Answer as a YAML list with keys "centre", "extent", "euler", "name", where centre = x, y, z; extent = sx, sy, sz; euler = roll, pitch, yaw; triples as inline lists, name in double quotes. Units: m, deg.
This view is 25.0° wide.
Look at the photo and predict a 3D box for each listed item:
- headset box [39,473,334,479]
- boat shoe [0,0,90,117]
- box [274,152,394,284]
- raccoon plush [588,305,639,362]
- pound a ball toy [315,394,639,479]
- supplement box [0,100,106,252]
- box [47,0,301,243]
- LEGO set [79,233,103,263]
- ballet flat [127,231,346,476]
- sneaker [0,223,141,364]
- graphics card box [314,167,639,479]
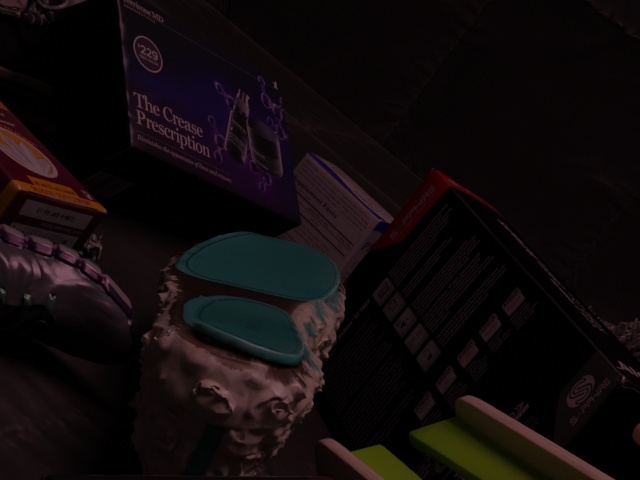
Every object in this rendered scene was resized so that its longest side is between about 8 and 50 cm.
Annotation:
- centre: [-0.010, 0.223, 0.692]
  extent: [0.218, 0.110, 0.293]
  euler: [44, 13, 26]
  name: "headset box"
- centre: [-0.322, -0.244, 1.486]
  extent: [0.500, 0.156, 0.187]
  euler: [24, 19, -45]
  name: "boat shoe"
- centre: [0.000, 0.000, 1.542]
  extent: [0.126, 0.137, 0.072]
  euler: [44, 12, 30]
  name: "box"
- centre: [0.195, 0.117, 1.570]
  extent: [0.299, 0.216, 0.446]
  euler: [34, 9, 20]
  name: "raccoon plush"
- centre: [0.154, 0.204, 0.907]
  extent: [0.208, 0.135, 0.319]
  euler: [-14, 16, -20]
  name: "pound a ball toy"
- centre: [-0.265, -0.055, 1.086]
  extent: [0.188, 0.081, 0.104]
  euler: [44, 13, 28]
  name: "supplement box"
- centre: [-0.144, -0.114, 1.451]
  extent: [0.261, 0.103, 0.184]
  euler: [24, 47, -50]
  name: "box"
- centre: [-0.206, -0.002, 1.205]
  extent: [0.054, 0.023, 0.083]
  euler: [38, 11, 2]
  name: "LEGO set"
- centre: [-0.067, 0.085, 1.029]
  extent: [0.147, 0.147, 0.409]
  euler: [38, 10, -1]
  name: "ballet flat"
- centre: [-0.225, 0.034, 0.936]
  extent: [0.224, 0.083, 0.098]
  euler: [33, 35, -12]
  name: "sneaker"
- centre: [0.123, 0.119, 1.212]
  extent: [0.094, 0.233, 0.371]
  euler: [32, 12, -30]
  name: "graphics card box"
